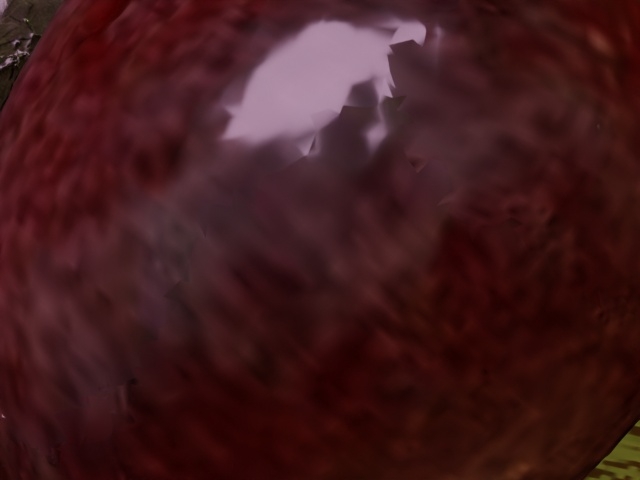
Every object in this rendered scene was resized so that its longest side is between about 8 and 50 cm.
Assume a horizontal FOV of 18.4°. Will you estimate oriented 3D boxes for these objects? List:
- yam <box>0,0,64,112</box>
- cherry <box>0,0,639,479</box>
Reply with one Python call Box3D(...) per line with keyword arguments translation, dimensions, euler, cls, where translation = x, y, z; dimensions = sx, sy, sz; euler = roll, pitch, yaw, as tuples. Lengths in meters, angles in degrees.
Box3D(translation=(-0.149, -0.070, 0.848), dimensions=(0.183, 0.107, 0.107), euler=(-37, 40, -18), cls="yam")
Box3D(translation=(0.000, 0.000, 0.611), dimensions=(0.230, 0.203, 0.300), euler=(30, 77, 44), cls="cherry")
